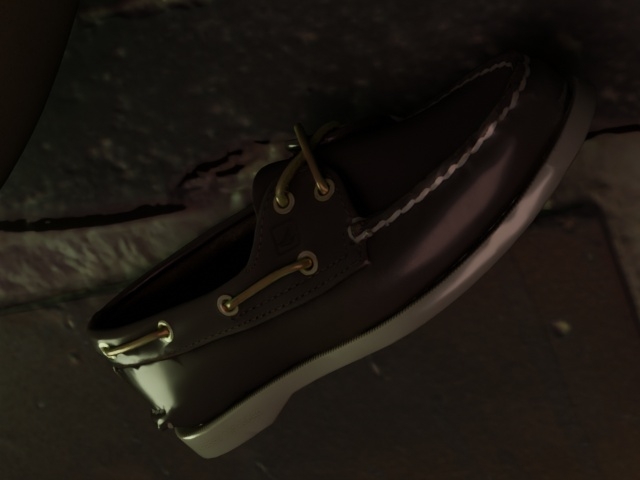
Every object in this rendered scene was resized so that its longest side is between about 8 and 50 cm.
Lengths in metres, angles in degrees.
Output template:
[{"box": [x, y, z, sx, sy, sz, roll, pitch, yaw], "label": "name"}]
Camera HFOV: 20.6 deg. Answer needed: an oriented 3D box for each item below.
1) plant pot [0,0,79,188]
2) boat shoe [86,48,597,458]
[{"box": [-0.224, -0.121, 0.812, 0.191, 0.284, 0.284, -36, 110, -3], "label": "plant pot"}, {"box": [0.000, 0.000, 0.887, 0.096, 0.116, 0.324, 40, 132, -14], "label": "boat shoe"}]
